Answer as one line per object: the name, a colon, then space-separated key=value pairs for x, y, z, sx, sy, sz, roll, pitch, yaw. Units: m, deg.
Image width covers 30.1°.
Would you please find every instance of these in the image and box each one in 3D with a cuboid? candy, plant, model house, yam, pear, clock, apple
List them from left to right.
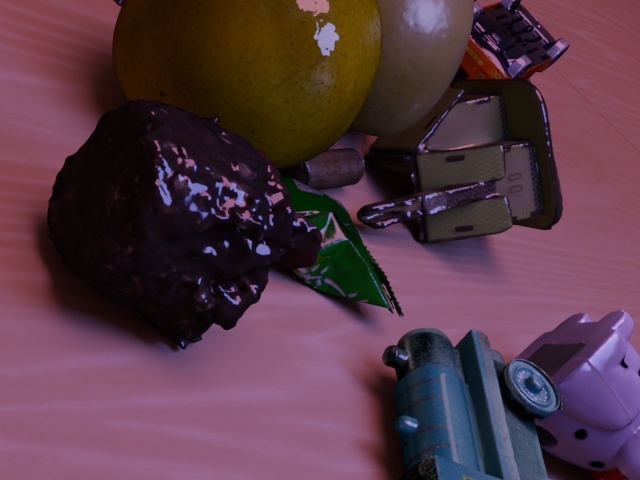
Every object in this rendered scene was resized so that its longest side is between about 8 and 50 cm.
plant: x=-0.119 y=-0.016 z=1.078 sx=0.234 sy=0.178 sz=0.204 roll=27 pitch=20 yaw=-46
pear: x=-0.077 y=-0.210 z=1.285 sx=0.294 sy=0.294 sz=0.294 roll=30 pitch=31 yaw=-21
yam: x=0.002 y=-0.086 z=1.437 sx=0.132 sy=0.054 sz=0.054 roll=-9 pitch=57 yaw=-54
candy: x=0.003 y=-0.001 z=1.306 sx=0.203 sy=0.078 sz=0.141 roll=31 pitch=31 yaw=-31
apple: x=0.036 y=-0.275 z=1.506 sx=0.233 sy=0.258 sz=0.295 roll=9 pitch=14 yaw=-18
model house: x=0.135 y=-0.086 z=1.549 sx=0.278 sy=0.218 sz=0.205 roll=-17 pitch=102 yaw=-23
clock: x=0.339 y=0.218 z=1.346 sx=0.254 sy=0.189 sz=0.189 roll=46 pitch=29 yaw=-6

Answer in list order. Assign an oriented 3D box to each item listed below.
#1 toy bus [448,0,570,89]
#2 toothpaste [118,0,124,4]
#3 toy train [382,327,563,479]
toy bus: x=0.287 y=-0.308 z=1.978 sx=0.143 sy=0.153 sz=0.329 roll=48 pitch=31 yaw=6
toothpaste: x=-0.231 y=-0.309 z=1.488 sx=0.083 sy=0.019 sz=0.027 roll=-27 pitch=89 yaw=-55
toy train: x=0.146 y=0.208 z=1.163 sx=0.194 sy=0.120 sz=0.298 roll=24 pitch=34 yaw=-21
